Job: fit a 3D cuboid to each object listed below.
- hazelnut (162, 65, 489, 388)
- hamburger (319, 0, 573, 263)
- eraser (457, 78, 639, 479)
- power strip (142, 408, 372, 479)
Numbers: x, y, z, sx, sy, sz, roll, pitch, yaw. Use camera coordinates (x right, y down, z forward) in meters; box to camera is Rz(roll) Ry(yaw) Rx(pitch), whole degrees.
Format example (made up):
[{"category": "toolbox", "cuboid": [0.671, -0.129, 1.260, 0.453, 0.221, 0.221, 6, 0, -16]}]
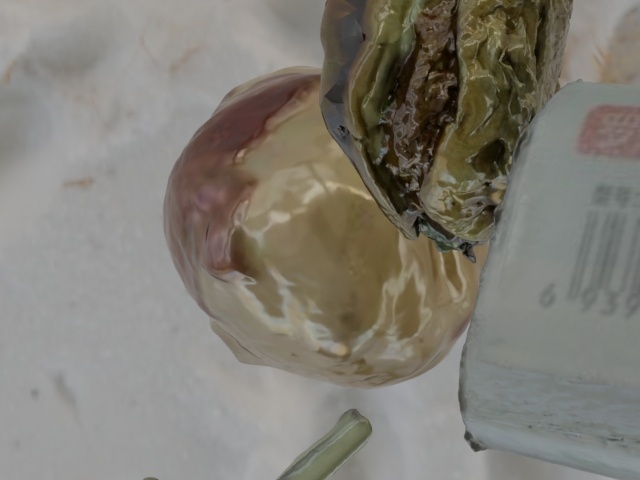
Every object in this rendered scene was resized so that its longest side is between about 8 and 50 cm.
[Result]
[{"category": "hazelnut", "cuboid": [0.000, 0.000, 1.398, 0.261, 0.261, 0.241, 28, 107, -26]}, {"category": "hamburger", "cuboid": [0.070, -0.094, 1.069, 0.130, 0.206, 0.183, 13, 79, 11]}, {"category": "eraser", "cuboid": [0.179, 0.025, 0.789, 0.081, 0.227, 0.174, 25, 78, -50]}, {"category": "power strip", "cuboid": [-0.045, 0.113, 0.534, 0.175, 0.075, 0.042, -46, 129, 5]}]
